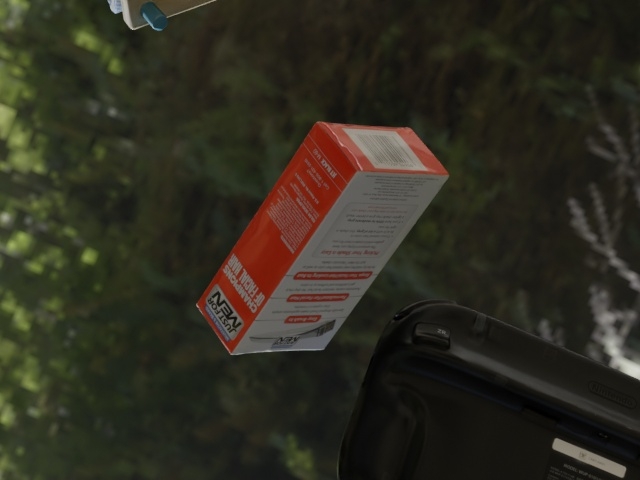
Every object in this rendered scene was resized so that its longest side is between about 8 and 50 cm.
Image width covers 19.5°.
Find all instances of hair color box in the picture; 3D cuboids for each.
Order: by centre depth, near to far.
[{"bbox_3d":[0.000,0.000,1.240,0.093,0.167,0.053,0,-138,-47],"label":"hair color box"}]

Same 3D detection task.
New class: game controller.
[{"bbox_3d":[0.172,0.162,1.260,0.319,0.166,0.067,23,169,-6],"label":"game controller"}]

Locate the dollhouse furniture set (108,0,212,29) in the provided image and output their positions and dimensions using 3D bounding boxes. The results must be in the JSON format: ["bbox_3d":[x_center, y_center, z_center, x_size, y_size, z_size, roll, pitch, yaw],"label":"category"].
[{"bbox_3d":[-0.116,-0.265,1.052,0.286,0.303,0.198,-24,-136,-17],"label":"dollhouse furniture set"}]
